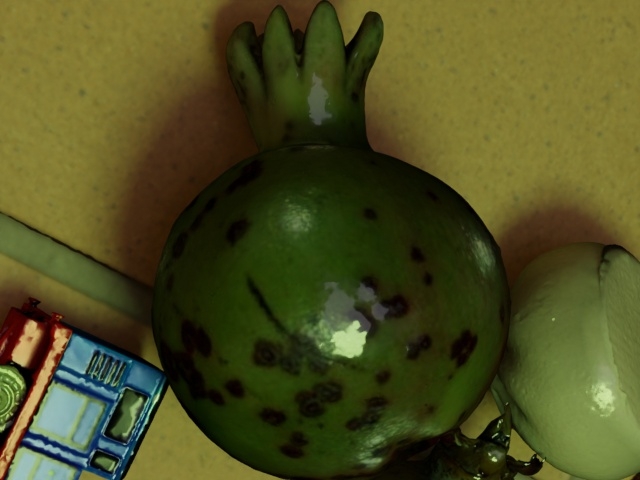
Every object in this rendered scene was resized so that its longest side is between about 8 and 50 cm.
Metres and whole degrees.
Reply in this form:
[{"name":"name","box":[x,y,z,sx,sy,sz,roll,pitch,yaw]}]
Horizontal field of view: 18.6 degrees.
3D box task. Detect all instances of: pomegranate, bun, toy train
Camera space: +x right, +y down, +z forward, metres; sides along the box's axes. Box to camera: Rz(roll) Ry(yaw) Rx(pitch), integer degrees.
[{"name":"pomegranate","box":[-0.004,0.004,1.251,0.242,0.242,0.306,-19,99,-19]},{"name":"bun","box":[0.180,0.089,1.388,0.120,0.173,0.173,-16,109,26]},{"name":"toy train","box":[-0.197,0.146,1.270,0.131,0.083,0.204,27,87,-25]}]

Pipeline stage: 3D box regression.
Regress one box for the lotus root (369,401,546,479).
[{"name":"lotus root","box":[0.066,0.230,1.353,0.154,0.154,0.278,24,94,-24]}]

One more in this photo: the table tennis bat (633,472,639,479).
[{"name":"table tennis bat","box":[0.268,0.246,1.510,0.130,0.019,0.220,45,78,-21]}]
